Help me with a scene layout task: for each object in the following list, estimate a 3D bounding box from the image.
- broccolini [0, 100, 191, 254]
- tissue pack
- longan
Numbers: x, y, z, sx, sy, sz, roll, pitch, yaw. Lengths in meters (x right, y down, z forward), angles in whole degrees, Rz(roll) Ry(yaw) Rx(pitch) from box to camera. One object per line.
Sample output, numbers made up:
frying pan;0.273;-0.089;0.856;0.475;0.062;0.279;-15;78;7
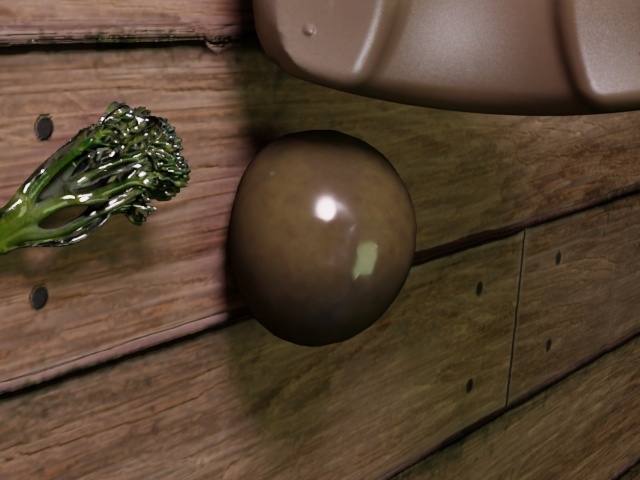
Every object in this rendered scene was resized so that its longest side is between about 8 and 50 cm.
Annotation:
broccolini;-0.184;-0.036;0.964;0.202;0.068;0.091;-27;111;-34
tissue pack;0.148;-0.244;1.101;0.277;0.387;0.267;-45;138;-68
longan;0.000;0.000;1.161;0.189;0.189;0.189;-26;122;-53
